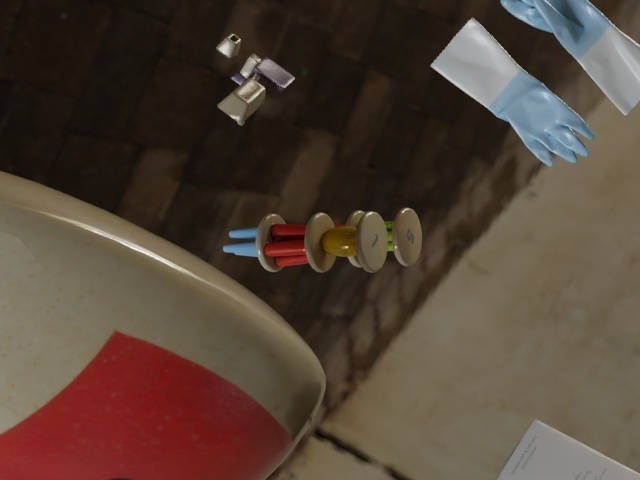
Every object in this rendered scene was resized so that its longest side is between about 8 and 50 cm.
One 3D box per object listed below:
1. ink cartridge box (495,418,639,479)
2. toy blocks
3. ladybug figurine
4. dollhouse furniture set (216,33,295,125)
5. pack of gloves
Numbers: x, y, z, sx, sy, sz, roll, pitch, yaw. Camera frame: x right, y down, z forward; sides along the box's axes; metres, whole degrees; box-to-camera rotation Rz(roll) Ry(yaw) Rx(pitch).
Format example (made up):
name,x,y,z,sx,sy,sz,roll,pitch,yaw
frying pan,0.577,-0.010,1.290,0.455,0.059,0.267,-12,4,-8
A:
name,x,y,z,sx,sy,sz,roll,pitch,yaw
ink cartridge box,0.361,0.380,1.618,0.119,0.353,0.207,-49,157,-36
toy blocks,0.000,0.000,1.267,0.123,0.148,0.054,-7,95,-60
ladybug figurine,-0.166,0.085,0.893,0.449,0.305,0.162,37,65,-56
dollhouse furniture set,-0.102,-0.154,1.529,0.081,0.091,0.114,-55,178,35
pack of gloves,0.288,-0.222,1.773,0.195,0.232,0.046,-48,175,0
